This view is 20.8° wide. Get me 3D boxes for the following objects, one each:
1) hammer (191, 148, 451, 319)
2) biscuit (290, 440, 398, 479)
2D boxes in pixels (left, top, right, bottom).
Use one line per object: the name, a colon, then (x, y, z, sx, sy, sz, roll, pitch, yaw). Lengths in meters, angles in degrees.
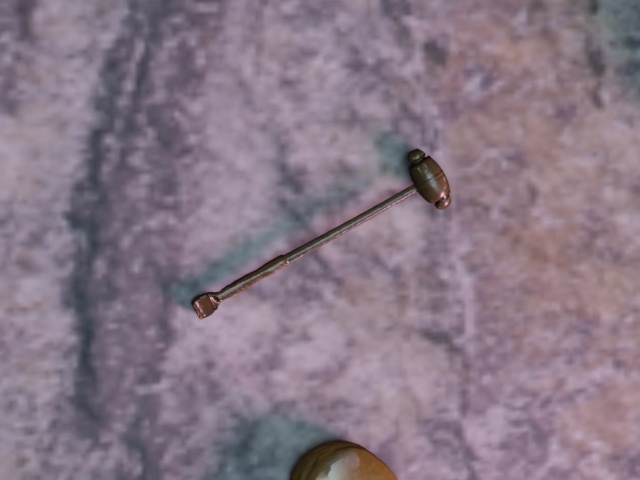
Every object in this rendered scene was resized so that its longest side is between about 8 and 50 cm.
hammer: (0.000, 0.000, 0.742, 0.123, 0.014, 0.029, -29, 95, -7)
biscuit: (-0.046, 0.201, 0.753, 0.234, 0.030, 0.153, -30, 103, -9)
